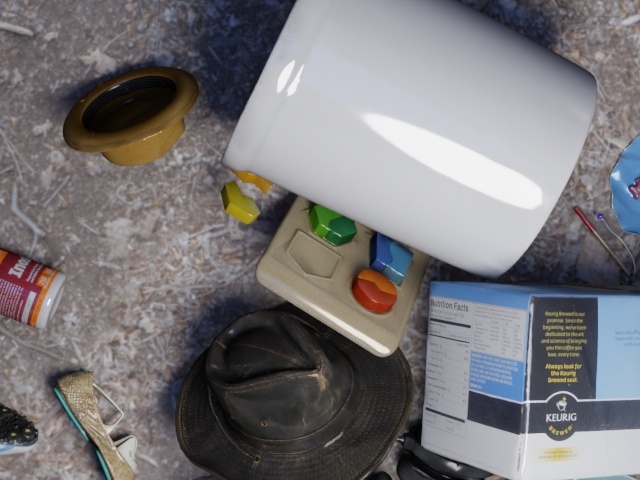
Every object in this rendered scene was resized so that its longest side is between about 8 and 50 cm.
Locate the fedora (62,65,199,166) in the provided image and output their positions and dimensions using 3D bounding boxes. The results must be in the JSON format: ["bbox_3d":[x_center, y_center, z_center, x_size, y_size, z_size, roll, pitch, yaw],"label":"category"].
[{"bbox_3d":[-0.249,-0.158,1.657,0.194,0.194,0.079,-22,130,-2],"label":"fedora"}]

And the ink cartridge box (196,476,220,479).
[{"bbox_3d":[-0.116,0.434,1.672,0.085,0.148,0.203,-10,93,-3],"label":"ink cartridge box"}]

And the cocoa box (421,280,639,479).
[{"bbox_3d":[0.335,0.171,1.585,0.347,0.231,0.228,2,91,-28],"label":"cocoa box"}]

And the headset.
[{"bbox_3d":[0.122,0.338,1.708,0.243,0.185,0.394,-44,109,4],"label":"headset"}]

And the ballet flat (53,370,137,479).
[{"bbox_3d":[-0.295,0.272,1.699,0.067,0.073,0.206,-30,97,-15],"label":"ballet flat"}]

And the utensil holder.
[{"bbox_3d":[0.110,-0.161,1.572,0.385,0.327,0.328,26,91,-6],"label":"utensil holder"}]

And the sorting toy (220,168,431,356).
[{"bbox_3d":[0.000,0.000,1.641,0.307,0.229,0.041,32,130,-4],"label":"sorting toy"}]

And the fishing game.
[{"bbox_3d":[0.504,-0.069,1.734,0.264,0.041,0.189,-38,91,0],"label":"fishing game"}]

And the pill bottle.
[{"bbox_3d":[-0.431,0.058,1.672,0.152,0.086,0.086,21,91,-4],"label":"pill bottle"}]

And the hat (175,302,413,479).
[{"bbox_3d":[-0.048,0.172,1.580,0.331,0.331,0.134,-21,136,-2],"label":"hat"}]

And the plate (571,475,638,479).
[{"bbox_3d":[0.404,0.422,1.759,0.188,0.024,0.188,0,93,-4],"label":"plate"}]

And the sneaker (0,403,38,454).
[{"bbox_3d":[-0.509,0.274,1.689,0.237,0.085,0.086,3,119,-6],"label":"sneaker"}]
